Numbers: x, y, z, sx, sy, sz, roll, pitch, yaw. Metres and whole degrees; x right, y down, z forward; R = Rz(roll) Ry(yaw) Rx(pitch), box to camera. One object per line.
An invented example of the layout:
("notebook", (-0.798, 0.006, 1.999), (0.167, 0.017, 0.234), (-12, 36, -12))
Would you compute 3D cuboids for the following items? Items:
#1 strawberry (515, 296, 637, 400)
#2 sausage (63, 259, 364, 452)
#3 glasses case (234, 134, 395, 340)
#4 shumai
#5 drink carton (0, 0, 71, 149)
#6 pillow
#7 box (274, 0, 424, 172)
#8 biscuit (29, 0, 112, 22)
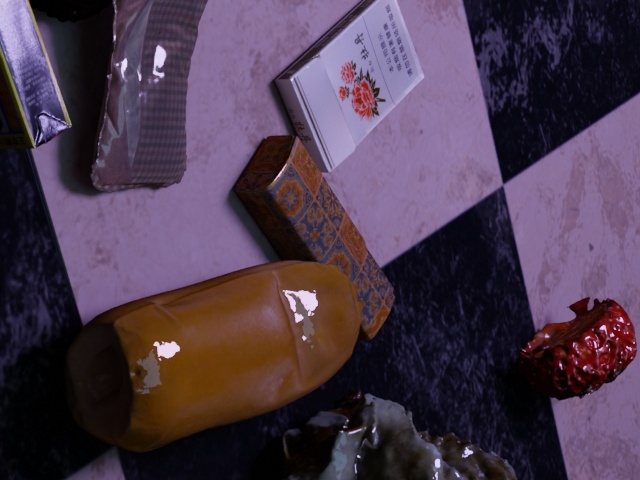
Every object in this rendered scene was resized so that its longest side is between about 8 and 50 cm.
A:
("strawberry", (0.293, 0.128, 2.116), (0.145, 0.145, 0.086), (-38, 107, -44))
("sausage", (-0.082, 0.096, 1.674), (0.354, 0.116, 0.134), (-12, 84, -54))
("glasses case", (0.000, 0.000, 1.825), (0.218, 0.049, 0.075), (56, 50, -34))
("shumai", (0.048, 0.257, 1.765), (0.218, 0.256, 0.189), (53, 19, 1))
("drink carton", (-0.261, -0.156, 1.487), (0.056, 0.071, 0.165), (-37, 119, -42))
("pillow", (-0.148, -0.146, 1.624), (0.135, 0.034, 0.211), (-6, 108, -55))
("box", (0.034, -0.164, 1.886), (0.198, 0.029, 0.109), (-47, 124, -42))
("biscuit", (-0.205, -0.277, 1.544), (0.194, 0.053, 0.194), (-37, 133, -53))
